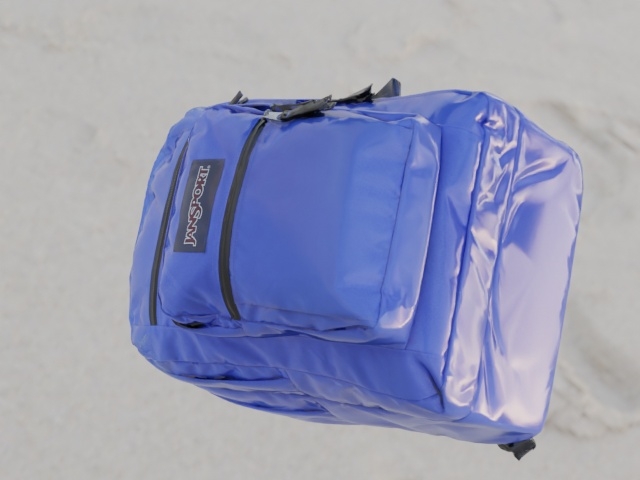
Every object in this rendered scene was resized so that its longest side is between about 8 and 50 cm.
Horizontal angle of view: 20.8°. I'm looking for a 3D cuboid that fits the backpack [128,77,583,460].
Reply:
[{"bbox_3d":[0.000,0.000,0.498,0.101,0.120,0.098,30,69,-47],"label":"backpack"}]
